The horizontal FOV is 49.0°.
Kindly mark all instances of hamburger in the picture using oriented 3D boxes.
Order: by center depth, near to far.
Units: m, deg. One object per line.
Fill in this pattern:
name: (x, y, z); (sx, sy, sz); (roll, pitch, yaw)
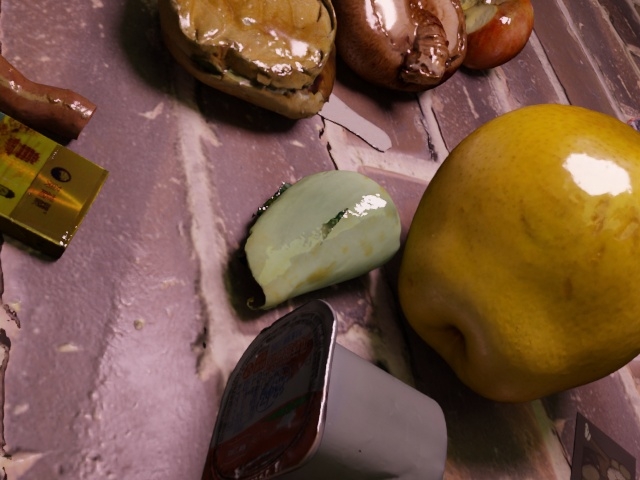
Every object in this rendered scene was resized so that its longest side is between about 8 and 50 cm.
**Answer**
hamburger: (-0.100, -0.298, 1.013); (0.284, 0.134, 0.266); (18, 56, -20)

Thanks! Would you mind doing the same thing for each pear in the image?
pear: (0.295, 0.010, 0.936); (0.418, 0.362, 0.362); (-41, 88, -20)

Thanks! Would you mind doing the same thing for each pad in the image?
pad: (0.409, 0.357, 1.014); (0.127, 0.004, 0.190); (39, 44, -9)

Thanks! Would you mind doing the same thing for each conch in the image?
conch: (-0.007, -0.012, 0.899); (0.250, 0.137, 0.144); (-15, 96, -24)

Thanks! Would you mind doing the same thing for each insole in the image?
insole: (0.036, -0.204, 1.139); (0.197, 0.004, 0.065); (30, 45, -17)

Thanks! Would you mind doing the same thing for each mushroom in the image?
mushroom: (0.136, -0.371, 1.212); (0.297, 0.163, 0.278); (10, 64, -39)

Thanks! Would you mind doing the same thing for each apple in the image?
apple: (0.348, -0.439, 1.435); (0.160, 0.173, 0.195); (22, 52, -21)

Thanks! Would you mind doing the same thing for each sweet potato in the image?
sweet potato: (-0.386, -0.194, 0.761); (0.281, 0.059, 0.067); (30, 47, -17)

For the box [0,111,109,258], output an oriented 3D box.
box: (-0.335, -0.074, 0.735); (0.193, 0.030, 0.121); (29, 46, -17)

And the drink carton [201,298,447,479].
drink carton: (0.019, 0.186, 0.710); (0.189, 0.185, 0.191); (30, 43, -21)

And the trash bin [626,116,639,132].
trash bin: (0.560, -0.108, 1.308); (0.184, 0.239, 0.161); (-26, 75, -43)
